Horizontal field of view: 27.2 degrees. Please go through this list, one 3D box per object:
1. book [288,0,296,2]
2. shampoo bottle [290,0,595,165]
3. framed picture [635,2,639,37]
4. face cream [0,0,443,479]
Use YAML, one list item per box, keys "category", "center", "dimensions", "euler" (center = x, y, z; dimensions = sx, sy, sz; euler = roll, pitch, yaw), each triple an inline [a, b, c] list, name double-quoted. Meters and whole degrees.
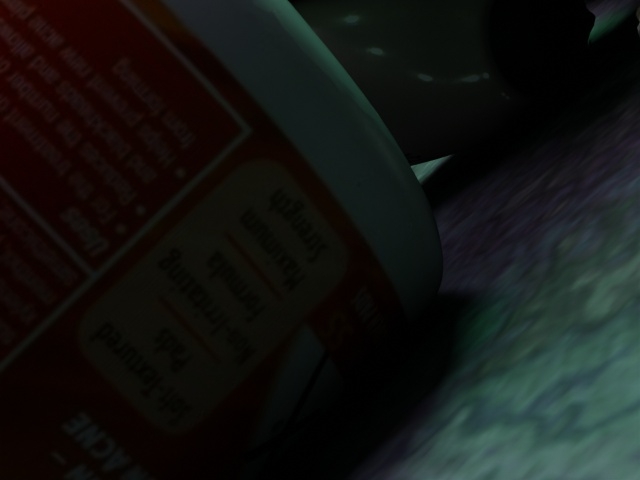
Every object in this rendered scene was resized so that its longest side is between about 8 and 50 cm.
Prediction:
- category: "book"
  center: [0.026, -0.132, 0.533]
  dimensions: [0.201, 0.026, 0.289]
  euler: [-1, -9, -7]
- category: "shampoo bottle"
  center: [0.007, -0.068, 0.598]
  dimensions: [0.257, 0.127, 0.078]
  euler: [-12, 69, 45]
- category: "framed picture"
  center: [0.175, -0.202, 0.425]
  dimensions: [0.273, 0.016, 0.216]
  euler: [-67, -9, 28]
- category: "face cream"
  center: [-0.093, 0.006, 0.390]
  dimensions: [0.187, 0.201, 0.201]
  euler: [-45, 6, -10]
